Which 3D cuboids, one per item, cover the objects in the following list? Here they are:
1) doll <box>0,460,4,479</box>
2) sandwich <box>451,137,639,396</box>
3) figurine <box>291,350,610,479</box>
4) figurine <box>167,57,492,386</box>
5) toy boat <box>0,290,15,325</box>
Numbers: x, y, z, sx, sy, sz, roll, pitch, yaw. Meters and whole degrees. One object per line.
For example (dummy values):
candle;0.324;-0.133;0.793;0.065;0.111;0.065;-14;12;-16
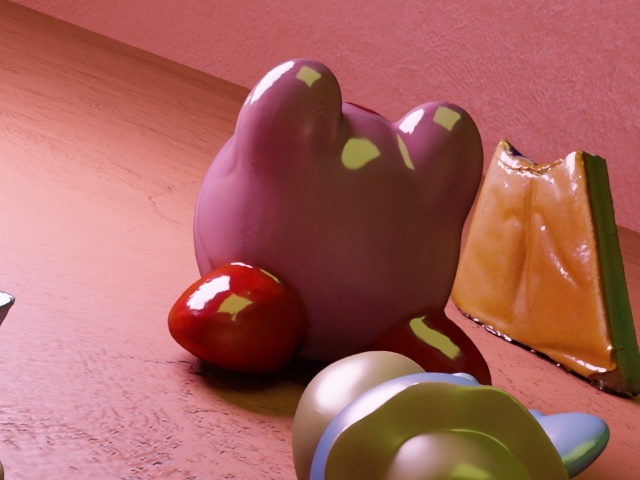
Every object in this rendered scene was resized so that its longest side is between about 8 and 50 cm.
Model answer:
doll;-0.272;0.089;0.698;0.278;0.119;0.154;16;23;22
sandwich;0.248;0.014;1.655;0.063;0.212;0.245;4;17;-43
figurine;0.068;0.133;0.938;0.180;0.154;0.262;8;14;4
figurine;-0.003;0.008;1.343;0.270;0.261;0.211;13;-15;-21
toy boat;-0.331;0.019;0.881;0.332;0.133;0.145;14;11;-23
